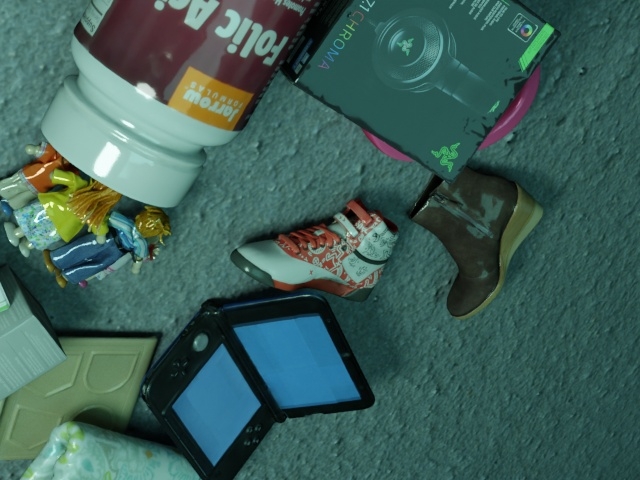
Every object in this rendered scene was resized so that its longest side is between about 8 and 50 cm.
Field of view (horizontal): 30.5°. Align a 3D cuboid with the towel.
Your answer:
[{"bbox_3d":[-0.358,0.450,1.727,0.374,0.090,0.320,-56,148,2],"label":"towel"}]

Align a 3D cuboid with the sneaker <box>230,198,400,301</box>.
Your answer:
[{"bbox_3d":[0.000,-0.001,1.702,0.270,0.090,0.145,13,113,-43],"label":"sneaker"}]

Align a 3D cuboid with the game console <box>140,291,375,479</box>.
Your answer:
[{"bbox_3d":[-0.085,0.231,1.743,0.250,0.173,0.293,-52,139,-26],"label":"game console"}]

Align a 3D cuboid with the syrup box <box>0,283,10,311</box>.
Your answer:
[{"bbox_3d":[-0.510,0.070,1.412,0.237,0.093,0.096,-25,132,-16],"label":"syrup box"}]

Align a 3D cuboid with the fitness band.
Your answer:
[{"bbox_3d":[0.188,-0.216,1.693,0.291,0.054,0.209,-10,127,-26],"label":"fitness band"}]

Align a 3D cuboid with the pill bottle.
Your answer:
[{"bbox_3d":[-0.142,-0.249,1.329,0.224,0.224,0.392,20,109,-41],"label":"pill bottle"}]

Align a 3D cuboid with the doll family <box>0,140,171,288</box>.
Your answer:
[{"bbox_3d":[-0.279,-0.015,1.461,0.163,0.118,0.263,-28,137,8],"label":"doll family"}]

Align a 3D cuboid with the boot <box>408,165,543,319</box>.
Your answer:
[{"bbox_3d":[0.216,-0.003,1.865,0.207,0.090,0.248,22,110,-29],"label":"boot"}]

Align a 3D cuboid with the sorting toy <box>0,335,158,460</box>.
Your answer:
[{"bbox_3d":[-0.374,0.260,1.684,0.229,0.041,0.307,2,121,-39],"label":"sorting toy"}]

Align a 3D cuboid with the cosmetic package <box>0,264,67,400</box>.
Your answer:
[{"bbox_3d":[-0.459,0.151,1.483,0.238,0.127,0.107,-33,134,-6],"label":"cosmetic package"}]

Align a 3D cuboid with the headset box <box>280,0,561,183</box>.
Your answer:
[{"bbox_3d":[0.130,-0.245,1.523,0.283,0.131,0.246,31,103,-24],"label":"headset box"}]
